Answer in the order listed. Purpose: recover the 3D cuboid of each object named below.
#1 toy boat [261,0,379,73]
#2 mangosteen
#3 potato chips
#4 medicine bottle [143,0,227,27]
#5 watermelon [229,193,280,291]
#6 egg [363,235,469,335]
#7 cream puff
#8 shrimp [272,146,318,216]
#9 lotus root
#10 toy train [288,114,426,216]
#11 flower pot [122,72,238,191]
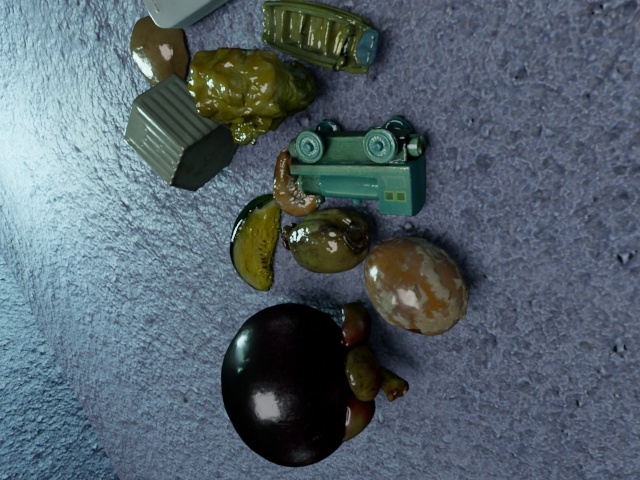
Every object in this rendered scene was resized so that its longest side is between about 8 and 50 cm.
[{"bbox_3d":[0.007,-0.411,0.920,0.276,0.084,0.111,27,126,26],"label":"toy boat"},{"bbox_3d":[-0.026,0.328,1.112,0.435,0.382,0.381,-22,98,23],"label":"mangosteen"},{"bbox_3d":[-0.435,-0.491,1.200,0.208,0.062,0.195,40,130,10],"label":"potato chips"},{"bbox_3d":[-0.271,-0.591,1.008,0.296,0.111,0.161,-8,106,36],"label":"medicine bottle"},{"bbox_3d":[-0.178,0.003,1.245,0.129,0.123,0.301,9,120,-5],"label":"watermelon"},{"bbox_3d":[0.193,0.093,0.950,0.233,0.195,0.194,32,126,15],"label":"egg"},{"bbox_3d":[-0.139,-0.289,0.956,0.282,0.282,0.185,12,102,30],"label":"cream puff"},{"bbox_3d":[-0.053,-0.144,1.110,0.133,0.051,0.187,3,119,11],"label":"shrimp"},{"bbox_3d":[0.002,0.001,1.069,0.278,0.154,0.153,0,111,48],"label":"lotus root"},{"bbox_3d":[0.074,-0.153,0.964,0.298,0.120,0.194,7,119,29],"label":"toy train"},{"bbox_3d":[-0.337,-0.260,1.142,0.190,0.209,0.239,43,127,10],"label":"flower pot"}]
